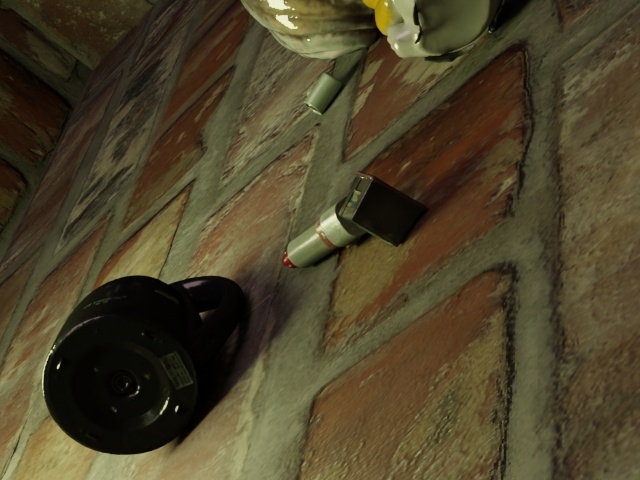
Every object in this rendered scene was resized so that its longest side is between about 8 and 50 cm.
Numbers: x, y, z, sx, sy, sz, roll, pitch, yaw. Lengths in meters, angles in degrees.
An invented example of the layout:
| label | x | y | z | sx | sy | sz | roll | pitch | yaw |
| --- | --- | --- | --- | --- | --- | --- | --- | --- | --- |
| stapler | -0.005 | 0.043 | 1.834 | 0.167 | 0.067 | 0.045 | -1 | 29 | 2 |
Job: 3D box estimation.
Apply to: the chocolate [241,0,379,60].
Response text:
| label | x | y | z | sx | sy | sz | roll | pitch | yaw |
| --- | --- | --- | --- | --- | --- | --- | --- | --- | --- |
| chocolate | 0.020 | -0.408 | 2.165 | 0.303 | 0.213 | 0.303 | -21 | -1 | 0 |

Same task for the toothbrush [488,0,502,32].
| label | x | y | z | sx | sy | sz | roll | pitch | yaw |
| --- | --- | --- | --- | --- | --- | --- | --- | --- | --- |
| toothbrush | 0.243 | -0.326 | 1.823 | 0.013 | 0.011 | 0.131 | -51 | 16 | 45 |

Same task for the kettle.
| label | x | y | z | sx | sy | sz | roll | pitch | yaw |
| --- | --- | --- | --- | --- | --- | --- | --- | --- | --- |
| kettle | -0.233 | 0.138 | 1.873 | 0.268 | 0.207 | 0.290 | -18 | 17 | 7 |

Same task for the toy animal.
| label | x | y | z | sx | sy | sz | roll | pitch | yaw |
| --- | --- | --- | --- | --- | --- | --- | --- | --- | --- |
| toy animal | 0.151 | -0.397 | 1.828 | 0.247 | 0.183 | 0.310 | -33 | 33 | 21 |

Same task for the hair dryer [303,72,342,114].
| label | x | y | z | sx | sy | sz | roll | pitch | yaw |
| --- | --- | --- | --- | --- | --- | --- | --- | --- | --- |
| hair dryer | -0.008 | -0.241 | 2.204 | 0.063 | 0.038 | 0.124 | -55 | 14 | -6 |

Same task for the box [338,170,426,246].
| label | x | y | z | sx | sy | sz | roll | pitch | yaw |
| --- | --- | --- | --- | --- | --- | --- | --- | --- | --- |
| box | 0.073 | -0.036 | 1.610 | 0.063 | 0.085 | 0.060 | -62 | 22 | -3 |

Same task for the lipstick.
| label | x | y | z | sx | sy | sz | roll | pitch | yaw |
| --- | --- | --- | --- | --- | --- | --- | --- | --- | --- |
| lipstick | 0.001 | 0.001 | 1.749 | 0.063 | 0.057 | 0.186 | -32 | -2 | -38 |
